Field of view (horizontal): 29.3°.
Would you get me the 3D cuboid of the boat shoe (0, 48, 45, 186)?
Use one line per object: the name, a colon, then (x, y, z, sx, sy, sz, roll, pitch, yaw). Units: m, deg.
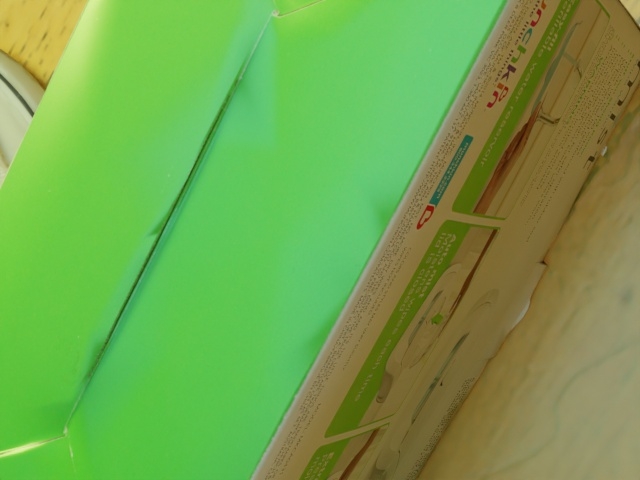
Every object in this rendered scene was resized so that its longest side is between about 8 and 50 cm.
boat shoe: (-0.163, 0.013, 0.600, 0.096, 0.088, 0.267, -24, 81, 20)

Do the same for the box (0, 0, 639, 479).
box: (0.000, 0.000, 0.459, 0.127, 0.231, 0.262, 31, 101, 19)
